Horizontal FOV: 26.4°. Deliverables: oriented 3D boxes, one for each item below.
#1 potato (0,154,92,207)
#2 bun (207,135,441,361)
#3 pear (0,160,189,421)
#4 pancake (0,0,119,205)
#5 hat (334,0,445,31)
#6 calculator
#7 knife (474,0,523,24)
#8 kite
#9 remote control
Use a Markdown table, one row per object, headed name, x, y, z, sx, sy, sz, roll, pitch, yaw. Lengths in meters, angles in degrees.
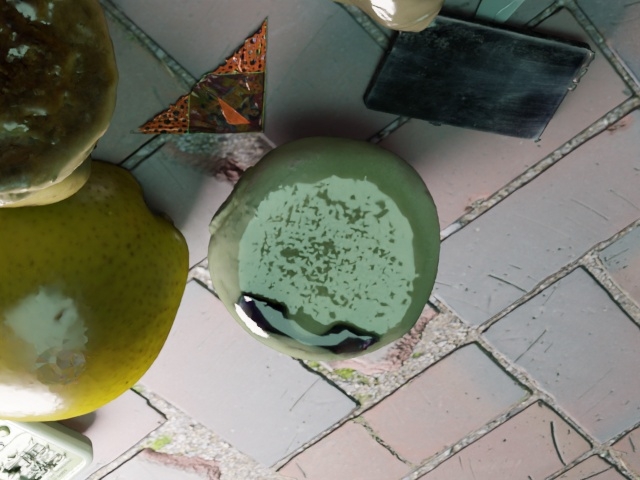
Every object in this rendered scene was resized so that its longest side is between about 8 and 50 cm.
| name | x | y | z | sx | sy | sz | roll | pitch | yaw |
| --- | --- | --- | --- | --- | --- | --- | --- | --- | --- |
| potato | -0.398 | -0.114 | 1.485 | 0.296 | 0.191 | 0.141 | 12 | 124 | -26 |
| bun | 0.000 | 0.000 | 1.709 | 0.293 | 0.187 | 0.293 | -4 | 106 | -13 |
| pear | -0.343 | 0.091 | 1.653 | 0.386 | 0.191 | 0.340 | -36 | 125 | 4 |
| pancake | -0.385 | -0.187 | 1.385 | 0.356 | 0.356 | 0.065 | -1 | 171 | -14 |
| hat | 0.041 | -0.300 | 1.496 | 0.173 | 0.144 | 0.166 | -16 | 135 | -33 |
| calculator | 0.192 | -0.202 | 1.680 | 0.262 | 0.021 | 0.161 | 10 | 133 | -22 |
| knife | 0.256 | -0.322 | 1.595 | 0.063 | 0.034 | 0.260 | 27 | 122 | -35 |
| kite | -0.108 | -0.163 | 1.649 | 0.222 | 0.008 | 0.125 | -38 | 132 | 18 |
| remote control | -0.472 | 0.255 | 1.875 | 0.128 | 0.065 | 0.335 | -42 | 128 | 18 |
